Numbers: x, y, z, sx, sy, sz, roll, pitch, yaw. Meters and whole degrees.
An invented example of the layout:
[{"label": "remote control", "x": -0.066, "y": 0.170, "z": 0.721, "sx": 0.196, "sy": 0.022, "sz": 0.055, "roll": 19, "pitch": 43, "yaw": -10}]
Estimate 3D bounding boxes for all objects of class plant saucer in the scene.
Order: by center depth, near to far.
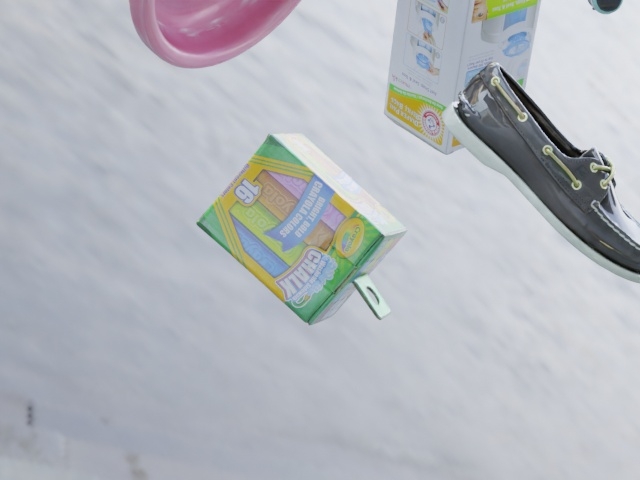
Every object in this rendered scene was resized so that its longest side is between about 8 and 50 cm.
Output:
[{"label": "plant saucer", "x": -0.105, "y": -0.358, "z": 1.930, "sx": 0.084, "sy": 0.332, "sz": 0.332, "roll": 38, "pitch": 15, "yaw": 24}]

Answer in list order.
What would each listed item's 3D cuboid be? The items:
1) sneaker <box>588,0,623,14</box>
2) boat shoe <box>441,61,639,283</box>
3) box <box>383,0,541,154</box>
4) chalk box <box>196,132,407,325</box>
[{"label": "sneaker", "x": 0.264, "y": -0.261, "z": 1.560, "sx": 0.038, "sy": 0.098, "sz": 0.069, "roll": 11, "pitch": 8, "yaw": -7}, {"label": "boat shoe", "x": 0.208, "y": -0.057, "z": 1.425, "sx": 0.228, "sy": 0.068, "sz": 0.081, "roll": 41, "pitch": 21, "yaw": 5}, {"label": "box", "x": 0.149, "y": -0.209, "z": 1.750, "sx": 0.114, "sy": 0.203, "sz": 0.103, "roll": -20, "pitch": 41, "yaw": -35}, {"label": "chalk box", "x": 0.000, "y": 0.000, "z": 1.794, "sx": 0.213, "sy": 0.132, "sz": 0.132, "roll": 41, "pitch": 11, "yaw": 7}]
